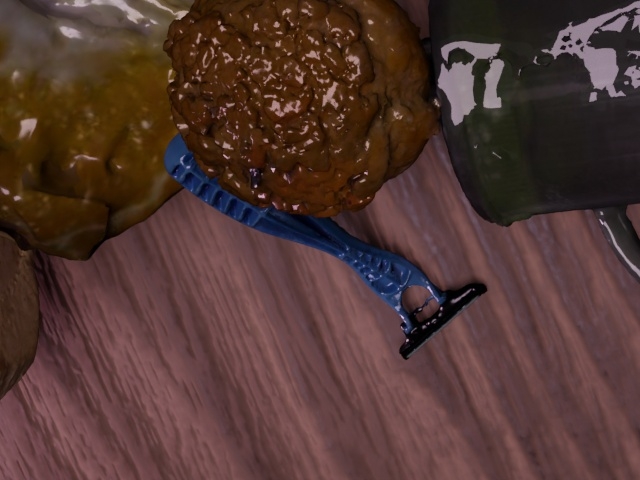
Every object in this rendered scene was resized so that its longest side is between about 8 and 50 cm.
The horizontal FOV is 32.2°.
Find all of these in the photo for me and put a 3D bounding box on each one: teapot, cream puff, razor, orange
[{"bbox_3d":[0.225,-0.083,0.615,0.337,0.200,0.270,-5,103,25],"label":"teapot"},{"bbox_3d":[-0.019,-0.079,0.601,0.150,0.115,0.165,46,151,6],"label":"cream puff"},{"bbox_3d":[0.000,0.000,0.733,0.253,0.042,0.082,31,114,-35],"label":"razor"},{"bbox_3d":[-0.148,-0.192,0.676,0.368,0.271,0.210,-58,44,17],"label":"orange"}]

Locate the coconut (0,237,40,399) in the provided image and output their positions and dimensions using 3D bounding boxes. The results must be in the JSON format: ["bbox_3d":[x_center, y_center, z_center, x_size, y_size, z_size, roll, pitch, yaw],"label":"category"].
[{"bbox_3d":[-0.383,0.023,0.758,0.310,0.297,0.297,-16,98,12],"label":"coconut"}]
